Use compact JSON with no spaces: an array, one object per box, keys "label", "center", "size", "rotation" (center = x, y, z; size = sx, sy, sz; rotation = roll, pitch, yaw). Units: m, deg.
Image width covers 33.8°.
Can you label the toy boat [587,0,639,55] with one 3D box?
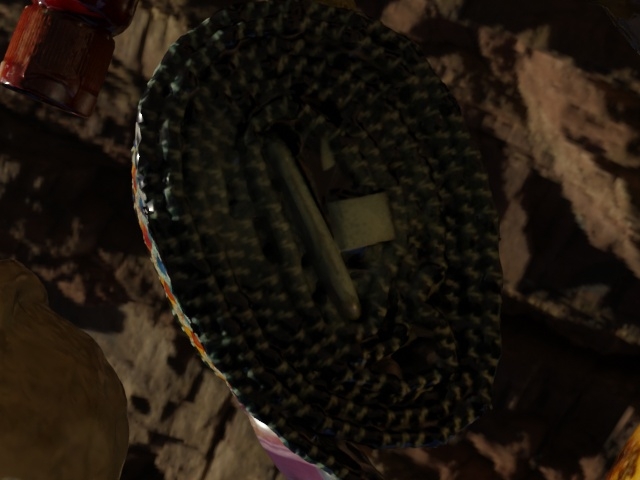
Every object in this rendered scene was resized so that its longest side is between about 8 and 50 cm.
[{"label":"toy boat","center":[0.155,-0.289,0.646],"size":[0.162,0.136,0.445],"rotation":[-31,-90,-47]}]

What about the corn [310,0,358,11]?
[{"label":"corn","center":[0.022,-0.076,0.791],"size":[0.086,0.086,0.288],"rotation":[-10,-103,-36]}]

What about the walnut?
[{"label":"walnut","center":[-0.360,0.180,0.945],"size":[0.381,0.381,0.381],"rotation":[13,-145,-9]}]

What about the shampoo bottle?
[{"label":"shampoo bottle","center":[-0.121,-0.205,0.634],"size":[0.064,0.260,0.102],"rotation":[21,178,-23]}]

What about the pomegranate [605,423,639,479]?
[{"label":"pomegranate","center":[0.290,0.169,0.452],"size":[0.342,0.342,0.342],"rotation":[13,-145,-9]}]

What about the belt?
[{"label":"belt","center":[0.000,0.000,0.666],"size":[0.206,0.160,0.295],"rotation":[-30,-84,-9]}]
